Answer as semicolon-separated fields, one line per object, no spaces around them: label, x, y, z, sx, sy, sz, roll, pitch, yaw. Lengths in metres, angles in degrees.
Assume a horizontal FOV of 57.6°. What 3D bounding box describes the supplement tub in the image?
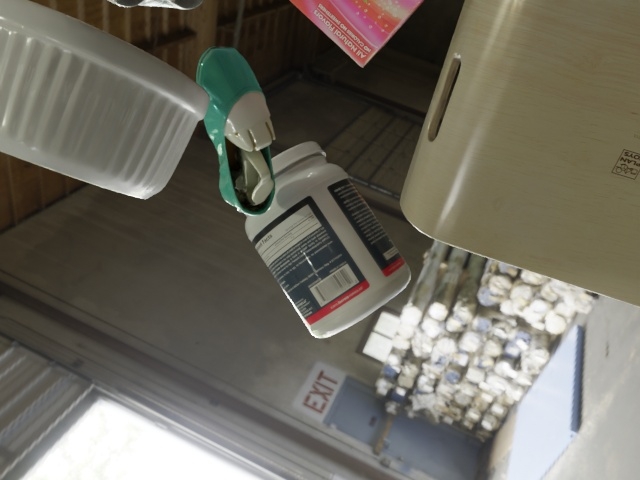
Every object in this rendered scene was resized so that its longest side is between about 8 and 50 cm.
supplement tub;0.000;0.000;0.936;0.191;0.272;0.191;-33;-4;-3

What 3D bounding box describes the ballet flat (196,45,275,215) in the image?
ballet flat;-0.089;-0.121;0.722;0.083;0.087;0.247;-38;-29;-25

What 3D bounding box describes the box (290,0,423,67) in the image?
box;-0.003;-0.344;0.566;0.154;0.300;0.142;-39;13;49

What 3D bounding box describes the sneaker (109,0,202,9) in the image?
sneaker;-0.221;-0.332;0.757;0.152;0.061;0.054;-19;-58;-43

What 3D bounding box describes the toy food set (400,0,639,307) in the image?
toy food set;0.239;-0.076;0.475;0.092;0.305;0.220;-65;-8;-60

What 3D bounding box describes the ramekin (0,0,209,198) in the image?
ramekin;-0.211;-0.114;0.505;0.207;0.207;0.109;14;-83;-79
